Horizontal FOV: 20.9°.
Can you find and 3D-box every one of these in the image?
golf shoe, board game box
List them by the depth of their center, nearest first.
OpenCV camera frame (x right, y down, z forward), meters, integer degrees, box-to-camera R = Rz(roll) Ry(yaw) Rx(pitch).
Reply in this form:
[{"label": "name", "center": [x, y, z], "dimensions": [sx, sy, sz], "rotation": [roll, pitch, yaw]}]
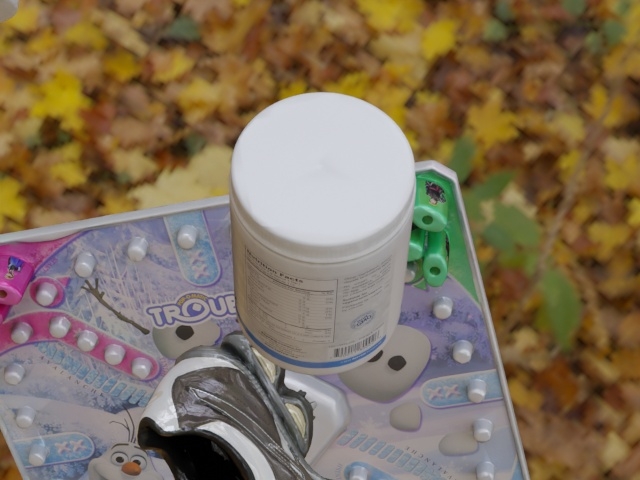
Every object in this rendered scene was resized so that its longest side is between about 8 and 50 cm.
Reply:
[{"label": "golf shoe", "center": [-0.018, 0.142, 0.815], "dimensions": [0.198, 0.077, 0.094], "rotation": [53, 38, 1]}, {"label": "board game box", "center": [-0.053, 0.145, 1.304], "dimensions": [0.390, 0.390, 0.050], "rotation": [-9, 33, 12]}]

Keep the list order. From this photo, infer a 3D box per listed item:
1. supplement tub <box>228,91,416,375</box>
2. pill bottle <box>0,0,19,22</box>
[{"label": "supplement tub", "center": [0.000, 0.000, 0.672], "dimensions": [0.071, 0.107, 0.071], "rotation": [1, 58, -1]}, {"label": "pill bottle", "center": [-0.228, -0.245, 1.081], "dimensions": [0.117, 0.117, 0.208], "rotation": [9, 76, -35]}]
